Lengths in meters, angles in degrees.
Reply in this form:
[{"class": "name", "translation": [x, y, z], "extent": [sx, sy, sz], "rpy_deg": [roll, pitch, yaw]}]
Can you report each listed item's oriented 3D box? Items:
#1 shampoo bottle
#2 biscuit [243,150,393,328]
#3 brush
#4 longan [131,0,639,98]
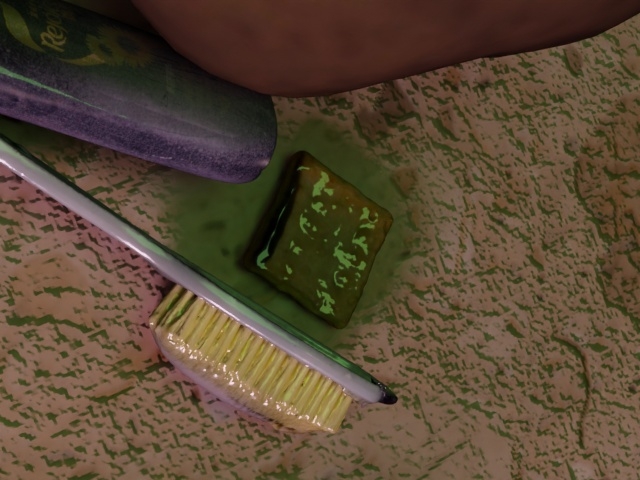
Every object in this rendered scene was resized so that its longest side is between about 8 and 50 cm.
[{"class": "shampoo bottle", "translation": [-0.133, -0.091, 0.743], "extent": [0.234, 0.049, 0.087], "rpy_deg": [17, 39, -30]}, {"class": "biscuit", "translation": [0.000, 0.000, 0.850], "extent": [0.081, 0.018, 0.083], "rpy_deg": [33, 69, -26]}, {"class": "brush", "translation": [-0.085, 0.032, 0.776], "extent": [0.297, 0.068, 0.060], "rpy_deg": [36, 89, -21]}, {"class": "longan", "translation": [0.062, -0.255, 0.734], "extent": [0.405, 0.336, 0.404], "rpy_deg": [-20, 128, -27]}]
